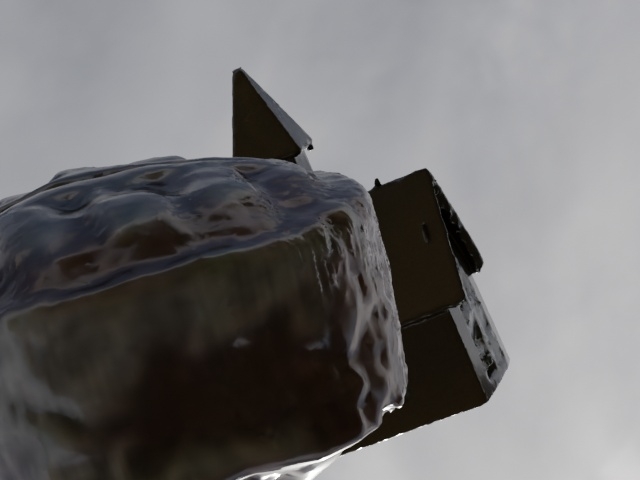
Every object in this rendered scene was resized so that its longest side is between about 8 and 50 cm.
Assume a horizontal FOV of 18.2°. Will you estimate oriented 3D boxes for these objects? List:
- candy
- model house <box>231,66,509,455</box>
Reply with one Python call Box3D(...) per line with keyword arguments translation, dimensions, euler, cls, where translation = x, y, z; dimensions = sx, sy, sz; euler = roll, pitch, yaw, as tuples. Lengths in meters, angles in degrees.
Box3D(translation=(-0.074, 0.044, 0.877), dimensions=(0.214, 0.289, 0.157), euler=(-18, -80, -10), cls="candy")
Box3D(translation=(0.000, 0.000, 1.297), dimensions=(0.181, 0.176, 0.248), euler=(-21, -83, 14), cls="model house")
